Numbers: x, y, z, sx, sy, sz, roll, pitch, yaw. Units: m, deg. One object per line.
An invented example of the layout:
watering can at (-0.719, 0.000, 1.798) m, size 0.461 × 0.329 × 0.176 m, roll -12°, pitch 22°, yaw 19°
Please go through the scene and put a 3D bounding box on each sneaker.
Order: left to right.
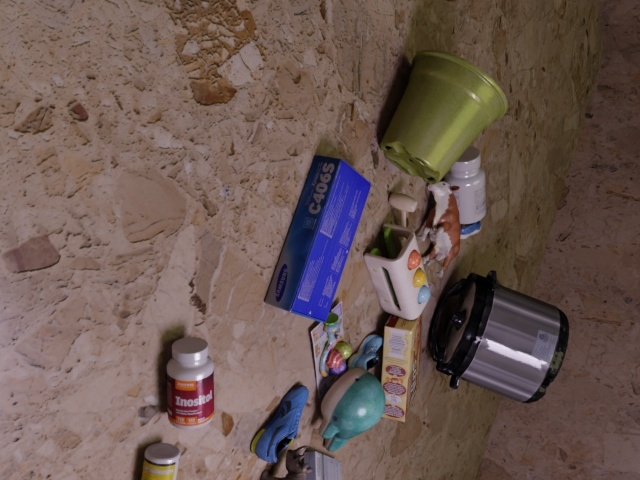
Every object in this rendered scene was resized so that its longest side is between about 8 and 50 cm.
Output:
sneaker at (-0.073, 0.433, 1.477) m, size 0.209 × 0.082 × 0.069 m, roll -48°, pitch 137°, yaw -38°
sneaker at (0.141, 0.330, 1.772) m, size 0.162 × 0.073 × 0.063 m, roll -46°, pitch 138°, yaw -45°
sneaker at (0.535, -0.068, 2.235) m, size 0.152 × 0.058 × 0.084 m, roll -25°, pitch 132°, yaw -43°

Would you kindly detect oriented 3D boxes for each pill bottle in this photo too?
pill bottle at (-0.295, 0.437, 1.145) m, size 0.065 × 0.065 × 0.116 m, roll -2°, pitch 104°, yaw -57°
pill bottle at (-0.237, 0.258, 1.142) m, size 0.086 × 0.086 × 0.152 m, roll -23°, pitch 121°, yaw -52°
pill bottle at (0.460, -0.178, 2.003) m, size 0.131 × 0.131 × 0.229 m, roll -47°, pitch 139°, yaw -37°

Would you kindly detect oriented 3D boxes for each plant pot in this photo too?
plant pot at (0.291, -0.296, 1.601) m, size 0.254 × 0.276 × 0.276 m, roll -57°, pitch 146°, yaw -7°

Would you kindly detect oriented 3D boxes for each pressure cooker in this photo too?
pressure cooker at (0.601, 0.329, 2.197) m, size 0.370 × 0.420 × 0.375 m, roll -66°, pitch 175°, yaw -52°

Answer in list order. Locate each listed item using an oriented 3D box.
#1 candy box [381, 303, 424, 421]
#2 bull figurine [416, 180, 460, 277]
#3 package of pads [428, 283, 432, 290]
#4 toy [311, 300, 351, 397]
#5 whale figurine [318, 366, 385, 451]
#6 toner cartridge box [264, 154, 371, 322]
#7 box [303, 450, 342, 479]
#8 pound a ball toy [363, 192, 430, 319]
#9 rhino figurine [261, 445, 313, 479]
candy box at (0.248, 0.364, 1.908) m, size 0.183 × 0.087 × 0.316 m, roll -43°, pitch 139°, yaw -61°
bull figurine at (0.377, -0.035, 1.967) m, size 0.188 × 0.101 × 0.310 m, roll -49°, pitch 138°, yaw -29°
package of pads at (0.330, 0.166, 2.038) m, size 0.083 × 0.032 × 0.050 m, roll 0°, pitch 104°, yaw -57°
toy at (0.041, 0.289, 1.616) m, size 0.137 × 0.056 × 0.237 m, roll -41°, pitch 135°, yaw -41°
whale figurine at (0.087, 0.468, 1.667) m, size 0.216 × 0.141 × 0.272 m, roll -31°, pitch 142°, yaw -44°
toner cartridge box at (0.000, 0.000, 1.413) m, size 0.165 × 0.075 × 0.348 m, roll 29°, pitch 77°, yaw -56°
box at (0.010, 0.655, 1.682) m, size 0.186 × 0.038 × 0.145 m, roll 46°, pitch 36°, yaw -54°
pound a ball toy at (0.246, 0.049, 1.761) m, size 0.208 × 0.136 × 0.319 m, roll -55°, pitch 144°, yaw -28°
rhino figurine at (-0.093, 0.594, 1.487) m, size 0.243 × 0.106 × 0.073 m, roll -54°, pitch 143°, yaw -30°
